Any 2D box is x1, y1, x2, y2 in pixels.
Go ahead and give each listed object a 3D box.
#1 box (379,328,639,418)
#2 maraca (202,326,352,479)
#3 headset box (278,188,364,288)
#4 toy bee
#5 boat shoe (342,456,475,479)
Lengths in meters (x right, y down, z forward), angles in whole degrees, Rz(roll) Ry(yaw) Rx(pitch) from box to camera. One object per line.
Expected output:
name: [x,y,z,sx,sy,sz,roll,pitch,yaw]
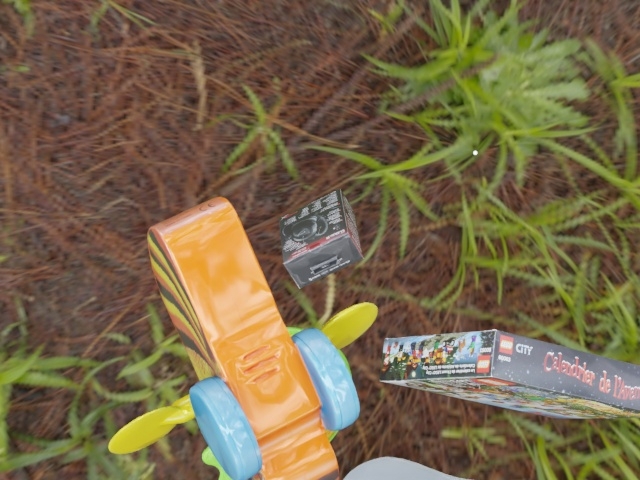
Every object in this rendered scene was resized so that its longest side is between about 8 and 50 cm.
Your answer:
box: [0.196,0.131,1.346,0.233,0.159,0.044,15,76,-33]
maraca: [-0.042,0.168,1.360,0.127,0.099,0.185,20,108,-8]
headset box: [0.000,0.000,1.201,0.062,0.083,0.032,-26,122,10]
toy bee: [-0.048,0.126,0.961,0.195,0.162,0.298,-3,80,-16]
boat shoe: [0.129,0.264,1.136,0.113,0.306,0.105,-52,121,-23]
